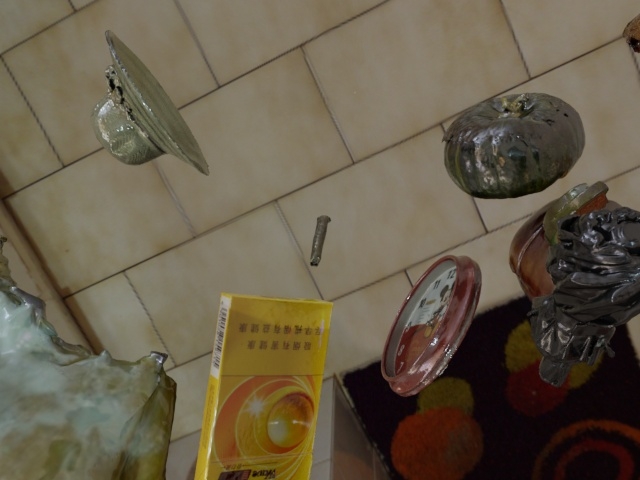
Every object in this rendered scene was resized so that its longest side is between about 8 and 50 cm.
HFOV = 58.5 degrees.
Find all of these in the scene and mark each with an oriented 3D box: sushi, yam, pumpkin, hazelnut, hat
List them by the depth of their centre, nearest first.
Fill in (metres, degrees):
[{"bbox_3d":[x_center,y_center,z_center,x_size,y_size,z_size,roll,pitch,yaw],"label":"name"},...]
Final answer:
[{"bbox_3d":[0.389,-0.239,0.668,0.050,0.099,0.047,0,128,-15],"label":"sushi"},{"bbox_3d":[-0.279,-0.174,0.851,0.110,0.252,0.252,-33,100,1],"label":"hat"},{"bbox_3d":[0.322,-0.167,0.975,0.238,0.238,0.159,-10,110,6],"label":"pumpkin"},{"bbox_3d":[0.434,0.025,0.976,0.230,0.229,0.229,1,105,3],"label":"hazelnut"},{"bbox_3d":[0.000,0.000,1.222,0.033,0.129,0.027,4,140,6],"label":"yam"}]

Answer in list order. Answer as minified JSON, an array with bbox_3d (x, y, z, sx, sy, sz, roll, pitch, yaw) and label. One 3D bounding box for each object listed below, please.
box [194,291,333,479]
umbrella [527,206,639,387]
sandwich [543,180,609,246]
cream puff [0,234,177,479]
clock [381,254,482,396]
[{"bbox_3d":[-0.070,0.204,0.722,0.152,0.043,0.269,9,90,-32],"label":"box"},{"bbox_3d":[0.292,0.085,0.639,0.118,0.118,0.340,-8,144,5],"label":"umbrella"},{"bbox_3d":[0.313,-0.030,0.713,0.067,0.135,0.029,-18,60,-10],"label":"sandwich"},{"bbox_3d":[-0.288,0.173,0.446,0.323,0.274,0.269,35,124,16],"label":"cream puff"},{"bbox_3d":[0.232,0.174,1.182,0.080,0.318,0.318,29,104,-5],"label":"clock"}]
